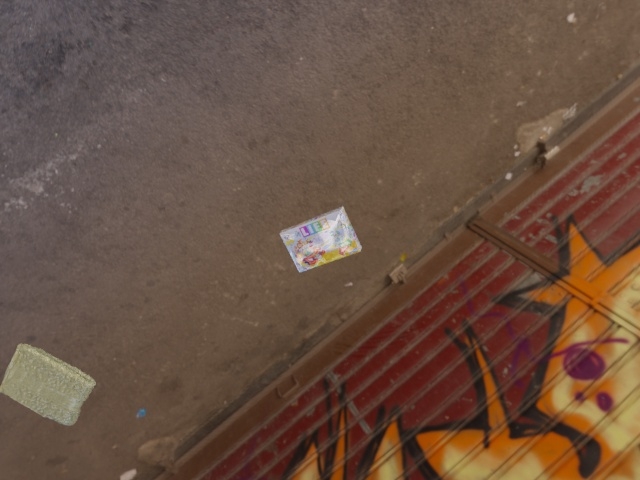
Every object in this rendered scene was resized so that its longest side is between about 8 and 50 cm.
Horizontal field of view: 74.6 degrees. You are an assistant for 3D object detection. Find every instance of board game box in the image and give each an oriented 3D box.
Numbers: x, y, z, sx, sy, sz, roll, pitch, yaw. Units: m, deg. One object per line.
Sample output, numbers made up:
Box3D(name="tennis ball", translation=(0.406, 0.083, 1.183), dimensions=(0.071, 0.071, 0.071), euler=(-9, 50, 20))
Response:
Box3D(name="board game box", translation=(0.000, 0.000, 0.931), dimensions=(0.154, 0.026, 0.104), euler=(-21, 106, 20))

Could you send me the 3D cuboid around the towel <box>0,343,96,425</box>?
Box3D(name="towel", translation=(-0.480, 0.253, 0.738), dimensions=(0.148, 0.027, 0.110), euler=(30, 101, -5))
